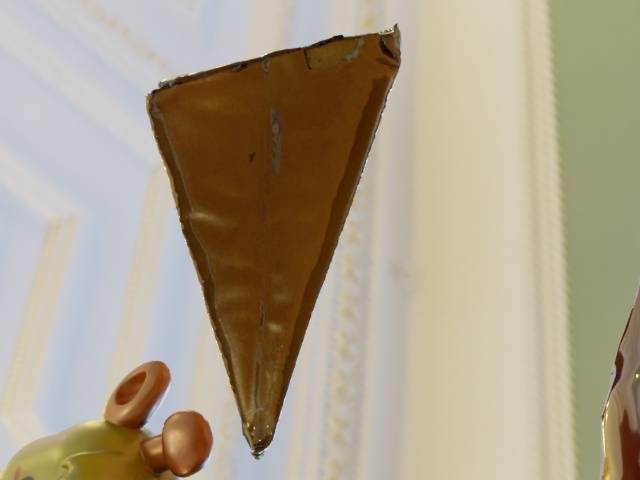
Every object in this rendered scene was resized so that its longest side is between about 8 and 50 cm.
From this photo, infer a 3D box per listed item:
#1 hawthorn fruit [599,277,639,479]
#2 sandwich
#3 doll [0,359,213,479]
[{"bbox_3d":[0.297,0.077,0.488,0.472,0.472,0.471,36,-145,-31],"label":"hawthorn fruit"},{"bbox_3d":[0.000,0.000,0.797,0.079,0.113,0.163,158,97,-87],"label":"sandwich"},{"bbox_3d":[-0.123,0.159,0.994,0.135,0.221,0.143,8,-119,-42],"label":"doll"}]
